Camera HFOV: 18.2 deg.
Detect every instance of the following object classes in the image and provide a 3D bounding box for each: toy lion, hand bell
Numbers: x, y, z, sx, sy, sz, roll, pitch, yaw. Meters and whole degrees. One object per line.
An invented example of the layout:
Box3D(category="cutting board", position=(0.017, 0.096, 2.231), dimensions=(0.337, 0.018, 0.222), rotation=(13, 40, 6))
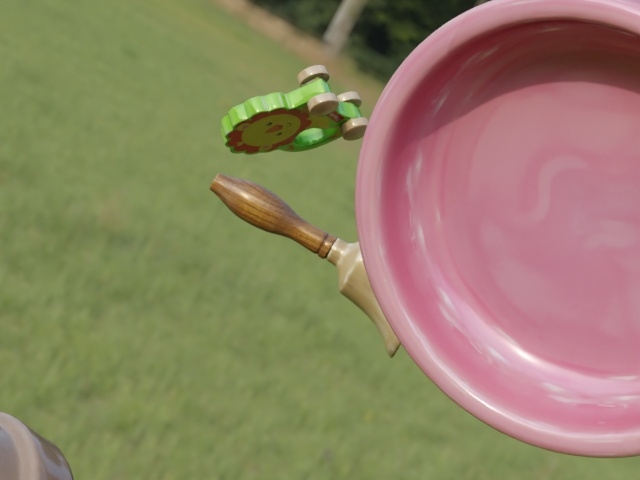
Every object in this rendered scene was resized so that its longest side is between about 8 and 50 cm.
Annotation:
Box3D(category="toy lion", position=(-0.023, -0.089, 1.494), dimensions=(0.100, 0.096, 0.034), rotation=(30, 37, -62))
Box3D(category="hand bell", position=(0.000, 0.000, 1.965), dimensions=(0.242, 0.126, 0.126), rotation=(31, 5, 4))

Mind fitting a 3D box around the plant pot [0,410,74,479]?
Box3D(category="plant pot", position=(-0.377, 0.219, 1.696), dimensions=(0.229, 0.263, 0.263), rotation=(46, -6, -35))

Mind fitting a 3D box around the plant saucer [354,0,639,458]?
Box3D(category="plant saucer", position=(0.187, -0.016, 1.391), dimensions=(0.332, 0.332, 0.084), rotation=(31, 29, 18))
